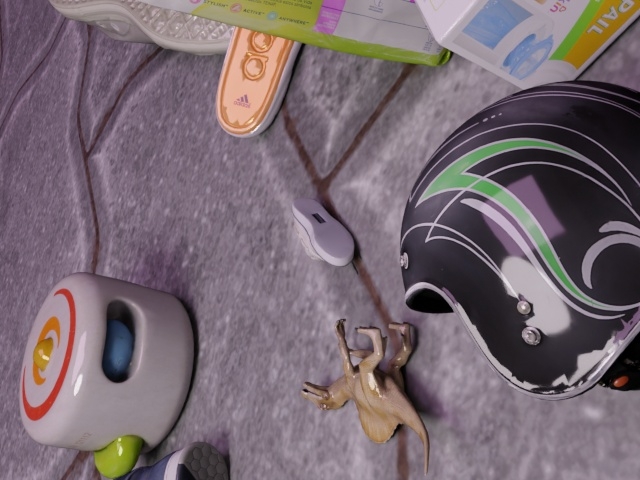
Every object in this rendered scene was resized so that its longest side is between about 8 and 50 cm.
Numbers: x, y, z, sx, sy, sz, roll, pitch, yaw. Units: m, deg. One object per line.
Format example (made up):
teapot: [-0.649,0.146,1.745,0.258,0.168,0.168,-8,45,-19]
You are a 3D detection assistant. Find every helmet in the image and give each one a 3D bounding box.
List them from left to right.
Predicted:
helmet: [0.127,-0.002,0.435,0.161,0.169,0.169,48,116,34]

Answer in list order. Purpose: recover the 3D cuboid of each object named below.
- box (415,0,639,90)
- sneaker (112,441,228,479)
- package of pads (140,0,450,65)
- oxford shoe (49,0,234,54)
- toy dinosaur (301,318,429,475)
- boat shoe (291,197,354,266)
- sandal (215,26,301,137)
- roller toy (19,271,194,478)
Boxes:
box: [0.163,-0.207,0.514,0.203,0.114,0.103,-48,40,33]
sneaker: [-0.165,0.314,0.752,0.163,0.086,0.226,-26,45,34]
package of pads: [-0.049,-0.232,0.659,0.229,0.297,0.101,45,125,52]
oxford shoe: [-0.187,-0.318,1.055,0.450,0.130,0.169,18,86,41]
toy dinosaur: [0.047,0.109,0.609,0.183,0.053,0.092,5,95,62]
boat shoe: [0.000,0.000,0.728,0.100,0.035,0.035,49,143,47]
sandal: [-0.059,-0.238,0.845,0.102,0.076,0.265,16,94,21]
roller toy: [-0.246,0.135,0.904,0.209,0.146,0.191,39,107,54]
